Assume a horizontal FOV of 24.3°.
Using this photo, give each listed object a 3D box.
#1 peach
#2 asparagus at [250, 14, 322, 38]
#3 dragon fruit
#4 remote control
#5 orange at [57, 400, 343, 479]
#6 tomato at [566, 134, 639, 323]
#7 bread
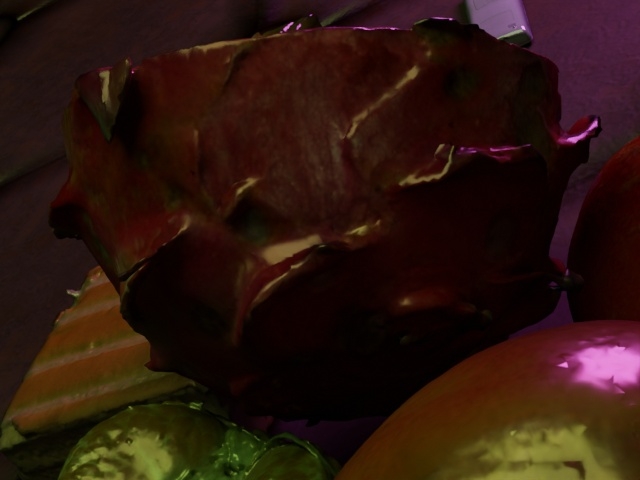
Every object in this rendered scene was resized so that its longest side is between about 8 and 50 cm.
[{"bbox_3d":[0.124,0.205,0.739,0.332,0.308,0.308,-53,26,21],"label":"peach"},{"bbox_3d":[-0.094,-0.151,1.621,0.080,0.080,0.287,0,45,41],"label":"asparagus"},{"bbox_3d":[0.000,0.000,1.040,0.371,0.386,0.249,-18,73,45],"label":"dragon fruit"},{"bbox_3d":[0.179,-0.242,1.544,0.061,0.029,0.162,-25,33,15],"label":"remote control"},{"bbox_3d":[-0.074,0.216,1.014,0.237,0.158,0.179,7,43,42],"label":"orange"},{"bbox_3d":[0.269,-0.012,1.045,0.233,0.139,0.200,-43,27,-15],"label":"tomato"},{"bbox_3d":[-0.140,0.099,1.283,0.246,0.111,0.239,-17,32,29],"label":"bread"}]
